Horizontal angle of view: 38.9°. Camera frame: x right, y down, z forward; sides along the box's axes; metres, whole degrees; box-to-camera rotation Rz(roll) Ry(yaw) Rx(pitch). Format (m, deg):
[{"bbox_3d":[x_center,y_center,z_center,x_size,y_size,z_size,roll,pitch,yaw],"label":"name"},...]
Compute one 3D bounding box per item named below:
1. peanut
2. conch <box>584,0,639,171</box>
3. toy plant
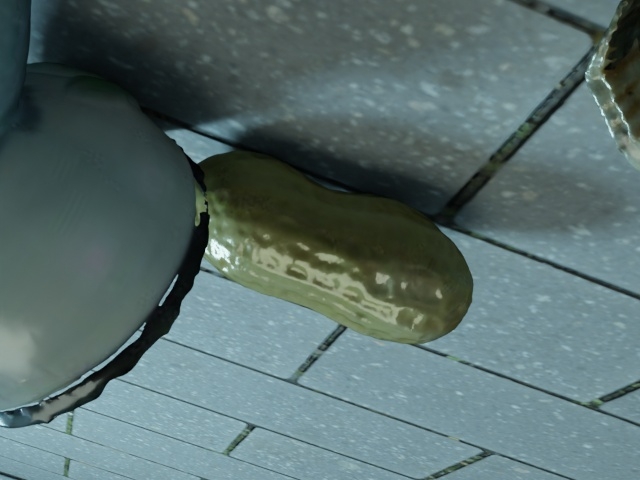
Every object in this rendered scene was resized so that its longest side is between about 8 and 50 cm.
[{"bbox_3d":[0.000,0.000,0.609,0.214,0.098,0.090,21,145,0],"label":"peanut"},{"bbox_3d":[0.188,-0.069,0.340,0.155,0.130,0.207,5,139,-6],"label":"conch"},{"bbox_3d":[-0.232,-0.072,0.479,0.247,0.247,0.332,-1,144,31],"label":"toy plant"}]
